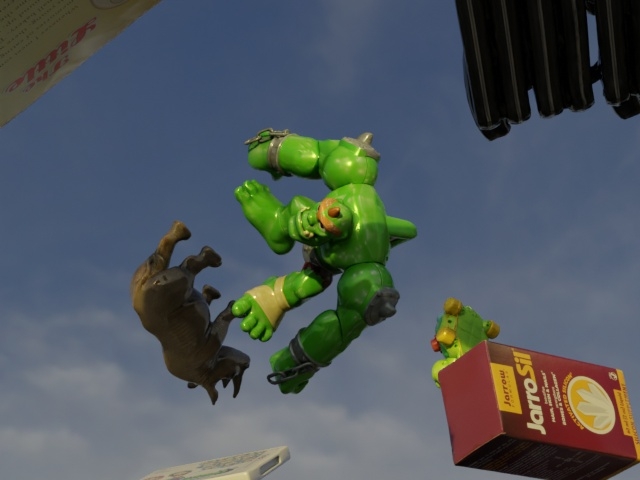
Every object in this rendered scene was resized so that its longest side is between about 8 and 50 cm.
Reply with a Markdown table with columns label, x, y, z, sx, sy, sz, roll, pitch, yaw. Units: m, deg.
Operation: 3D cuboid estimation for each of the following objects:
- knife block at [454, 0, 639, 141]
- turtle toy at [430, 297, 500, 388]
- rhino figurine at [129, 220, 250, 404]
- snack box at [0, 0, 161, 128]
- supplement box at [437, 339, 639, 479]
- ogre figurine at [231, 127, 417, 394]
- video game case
| label | x | y | z | sx | sy | sz | roll | pitch | yaw |
| --- | --- | --- | --- | --- | --- | --- | --- | --- | --- |
| knife block | 0.081 | -0.181 | 0.524 | 0.088 | 0.276 | 0.242 | -10 | 4 | 7 |
| turtle toy | 0.193 | 0.149 | 1.786 | 0.095 | 0.130 | 0.066 | 32 | -34 | -19 |
| rhino figurine | -0.140 | 0.099 | 1.419 | 0.073 | 0.106 | 0.243 | 21 | -33 | 39 |
| snack box | -0.119 | -0.135 | 0.523 | 0.322 | 0.060 | 0.187 | -40 | -10 | -4 |
| supplement box | 0.220 | 0.176 | 1.267 | 0.188 | 0.104 | 0.081 | 14 | -38 | -30 |
| ogre figurine | 0.000 | 0.000 | 0.922 | 0.118 | 0.197 | 0.097 | -22 | -43 | 36 |
| video game case | -0.124 | 0.245 | 1.304 | 0.157 | 0.019 | 0.143 | -13 | -2 | 15 |
